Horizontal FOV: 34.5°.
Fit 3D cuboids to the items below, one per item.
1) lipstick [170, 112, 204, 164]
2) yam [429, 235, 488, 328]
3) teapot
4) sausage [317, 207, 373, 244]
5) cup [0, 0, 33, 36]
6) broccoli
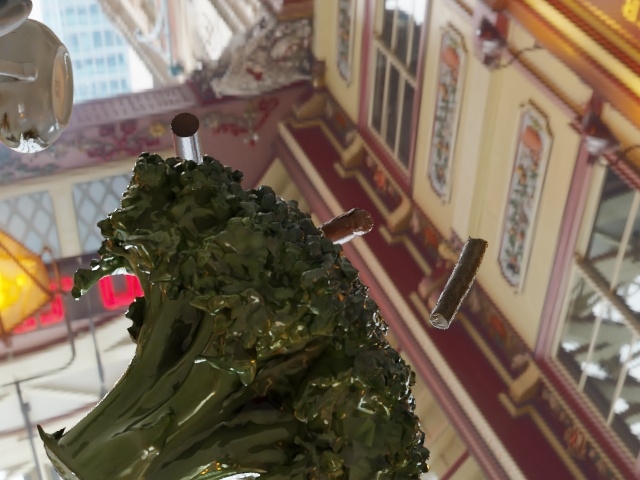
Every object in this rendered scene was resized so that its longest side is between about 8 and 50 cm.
[{"bbox_3d":[-0.250,-0.135,2.018,0.057,0.356,0.057,1,-114,-3],"label":"lipstick"},{"bbox_3d":[0.177,0.051,1.308,0.032,0.032,0.145,19,-127,18],"label":"yam"},{"bbox_3d":[-0.459,-0.238,1.564,0.139,0.298,0.204,4,-97,2],"label":"teapot"},{"bbox_3d":[0.000,0.000,1.301,0.042,0.158,0.036,36,-134,-30],"label":"sausage"},{"bbox_3d":[-0.306,-0.318,0.870,0.167,0.299,0.173,4,-153,18],"label":"cup"},{"bbox_3d":[-0.058,0.117,0.877,0.277,0.338,0.317,5,-113,60],"label":"broccoli"}]
